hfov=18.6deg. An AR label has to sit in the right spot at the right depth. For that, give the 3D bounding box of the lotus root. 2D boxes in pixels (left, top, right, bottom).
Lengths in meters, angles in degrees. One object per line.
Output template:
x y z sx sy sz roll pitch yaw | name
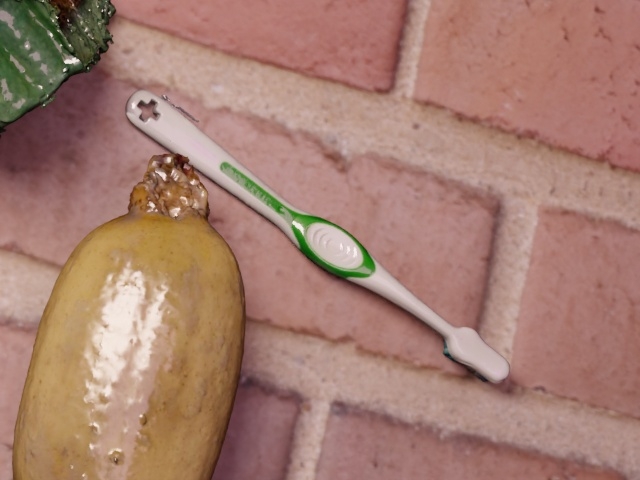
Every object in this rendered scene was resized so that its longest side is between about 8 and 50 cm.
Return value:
-0.146 0.092 1.592 0.169 0.151 0.342 17 81 -19 | lotus root

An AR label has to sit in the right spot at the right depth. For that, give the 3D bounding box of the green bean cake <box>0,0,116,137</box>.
-0.232 -0.165 1.563 0.193 0.208 0.107 -39 101 -18 | green bean cake

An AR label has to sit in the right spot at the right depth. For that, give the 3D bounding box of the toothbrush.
0.002 -0.001 1.718 0.418 0.040 0.042 37 75 -13 | toothbrush
